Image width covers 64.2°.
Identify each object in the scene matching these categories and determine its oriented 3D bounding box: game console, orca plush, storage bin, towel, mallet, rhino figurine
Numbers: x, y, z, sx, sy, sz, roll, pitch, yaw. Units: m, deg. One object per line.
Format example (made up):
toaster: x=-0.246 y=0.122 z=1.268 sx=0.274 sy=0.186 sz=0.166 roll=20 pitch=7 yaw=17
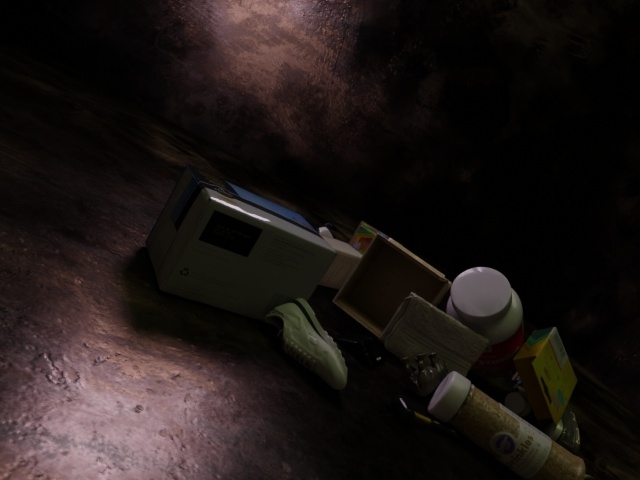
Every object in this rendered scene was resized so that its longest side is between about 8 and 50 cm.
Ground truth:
game console: x=0.110 y=0.292 z=1.365 sx=0.122 sy=0.071 sz=0.107 roll=6 pitch=57 yaw=-63
orca plush: x=0.000 y=0.000 z=2.101 sx=0.102 sy=0.151 sz=0.287 roll=2 pitch=4 yaw=20
storage bin: x=0.226 y=0.160 z=1.596 sx=0.260 sy=0.262 sz=0.123 roll=36 pitch=10 yaw=23
towel: x=0.328 y=0.294 z=1.482 sx=0.282 sy=0.187 sz=0.049 roll=31 pitch=8 yaw=-1
mallet: x=0.243 y=0.412 z=1.152 sx=0.190 sy=0.039 sz=0.062 roll=33 pitch=9 yaw=-15
rhino figurine: x=0.296 y=0.360 z=1.370 sx=0.243 sy=0.073 sz=0.106 roll=16 pitch=55 yaw=-55

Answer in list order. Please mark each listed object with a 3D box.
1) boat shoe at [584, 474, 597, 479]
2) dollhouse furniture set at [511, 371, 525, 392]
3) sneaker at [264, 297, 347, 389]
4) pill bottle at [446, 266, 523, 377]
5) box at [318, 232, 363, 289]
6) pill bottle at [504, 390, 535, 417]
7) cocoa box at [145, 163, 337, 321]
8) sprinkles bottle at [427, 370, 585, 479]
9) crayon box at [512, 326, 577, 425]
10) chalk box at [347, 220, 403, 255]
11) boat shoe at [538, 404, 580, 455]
boat shoe: x=0.666 y=0.624 z=1.301 sx=0.190 sy=0.068 sz=0.072 roll=35 pitch=-5 yaw=-36
dollhouse furniture set: x=0.795 y=0.512 z=1.915 sx=0.184 sy=0.129 sz=0.129 roll=20 pitch=16 yaw=-46
sneaker: x=-0.030 y=0.233 z=1.105 sx=0.095 sy=0.090 sz=0.235 roll=-16 pitch=50 yaw=-34
pill bottle: x=0.532 y=0.266 z=1.646 sx=0.229 sy=0.229 sz=0.407 roll=41 pitch=-13 yaw=40
box: x=0.001 y=0.064 z=1.717 sx=0.311 sy=0.148 sz=0.121 roll=20 pitch=15 yaw=-49
pill bottle: x=0.647 y=0.521 z=1.621 sx=0.137 sy=0.078 sz=0.078 roll=21 pitch=15 yaw=-41
cocoa box: x=-0.189 y=0.016 z=1.192 sx=0.347 sy=0.231 sz=0.228 roll=23 pitch=14 yaw=-35
sprinkles bottle: x=0.435 y=0.461 z=1.212 sx=0.355 sy=0.121 sz=0.121 roll=34 pitch=12 yaw=10
crayon box: x=0.708 y=0.421 z=1.611 sx=0.318 sy=0.081 sz=0.202 roll=-17 pitch=86 yaw=-53
chalk box: x=0.262 y=0.066 z=2.292 sx=0.289 sy=0.180 sz=0.179 roll=31 pitch=11 yaw=1
boat shoe: x=0.755 y=0.578 z=1.606 sx=0.091 sy=0.109 sz=0.305 roll=35 pitch=18 yaw=16
